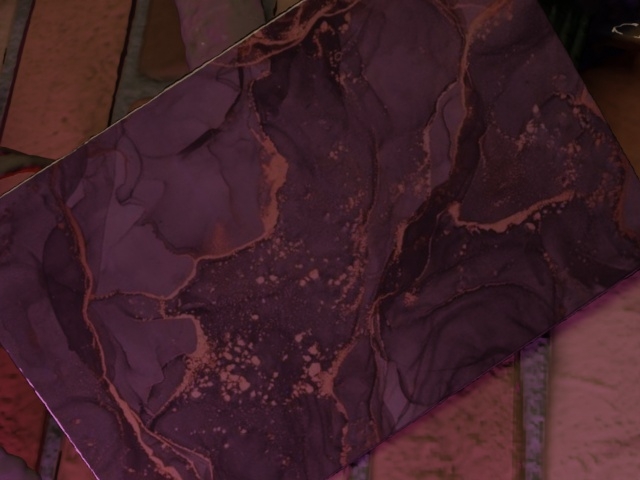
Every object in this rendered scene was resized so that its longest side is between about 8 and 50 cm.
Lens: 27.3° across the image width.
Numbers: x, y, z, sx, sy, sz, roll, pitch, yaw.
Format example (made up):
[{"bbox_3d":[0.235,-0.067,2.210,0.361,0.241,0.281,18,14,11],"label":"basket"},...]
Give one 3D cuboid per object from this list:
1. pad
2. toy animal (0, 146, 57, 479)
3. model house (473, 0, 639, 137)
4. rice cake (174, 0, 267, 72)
[{"bbox_3d":[0.000,0.000,0.759,0.368,0.007,0.247,-33,100,-5],"label":"pad"},{"bbox_3d":[-0.242,0.017,0.754,0.225,0.302,0.284,15,69,25],"label":"toy animal"},{"bbox_3d":[0.119,-0.141,0.839,0.172,0.166,0.182,19,77,20],"label":"model house"},{"bbox_3d":[-0.056,-0.102,0.915,0.073,0.056,0.364,-14,57,3],"label":"rice cake"}]
